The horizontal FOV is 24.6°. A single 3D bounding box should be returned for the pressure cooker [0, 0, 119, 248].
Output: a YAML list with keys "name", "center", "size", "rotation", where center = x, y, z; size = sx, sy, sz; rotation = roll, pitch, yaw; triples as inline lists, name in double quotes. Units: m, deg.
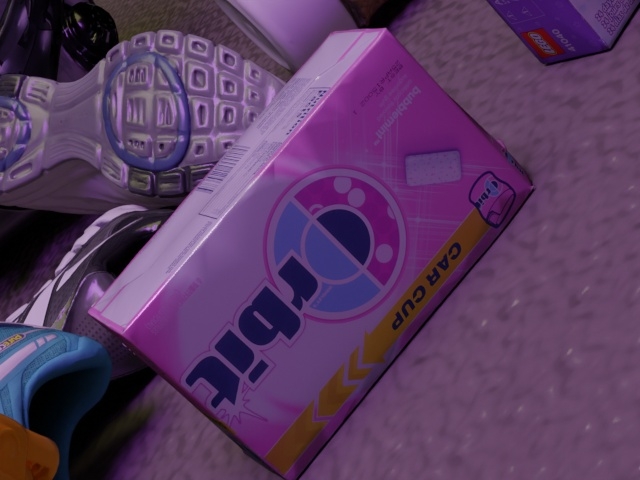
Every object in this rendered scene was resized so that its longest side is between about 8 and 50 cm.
- name: "pressure cooker"
  center: [-0.376, -0.146, 1.271]
  size: [0.420, 0.370, 0.375]
  rotation: [-34, 0, 25]

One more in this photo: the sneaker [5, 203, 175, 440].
- name: "sneaker"
  center: [-0.144, 0.064, 0.859]
  size: [0.106, 0.078, 0.234]
  rotation: [-14, 35, 57]

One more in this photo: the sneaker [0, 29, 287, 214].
- name: "sneaker"
  center: [-0.120, -0.069, 1.000]
  size: [0.297, 0.129, 0.111]
  rotation: [1, 79, 36]

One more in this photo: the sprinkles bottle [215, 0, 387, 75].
- name: "sprinkles bottle"
  center: [0.073, -0.272, 1.002]
  size: [0.355, 0.121, 0.121]
  rotation: [-46, 21, -2]

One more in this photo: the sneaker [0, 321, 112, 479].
- name: "sneaker"
  center: [-0.169, 0.149, 0.713]
  size: [0.110, 0.107, 0.275]
  rotation: [-2, 50, 10]

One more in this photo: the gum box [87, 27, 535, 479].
- name: "gum box"
  center: [0.000, 0.000, 0.669]
  size: [0.188, 0.107, 0.062]
  rotation: [-50, 22, -10]

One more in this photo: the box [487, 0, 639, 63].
- name: "box"
  center: [0.141, -0.267, 0.763]
  size: [0.293, 0.201, 0.057]
  rotation: [-54, 23, -22]

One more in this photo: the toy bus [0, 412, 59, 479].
- name: "toy bus"
  center: [-0.208, 0.114, 0.543]
  size: [0.220, 0.149, 0.211]
  rotation: [-18, 59, 25]
